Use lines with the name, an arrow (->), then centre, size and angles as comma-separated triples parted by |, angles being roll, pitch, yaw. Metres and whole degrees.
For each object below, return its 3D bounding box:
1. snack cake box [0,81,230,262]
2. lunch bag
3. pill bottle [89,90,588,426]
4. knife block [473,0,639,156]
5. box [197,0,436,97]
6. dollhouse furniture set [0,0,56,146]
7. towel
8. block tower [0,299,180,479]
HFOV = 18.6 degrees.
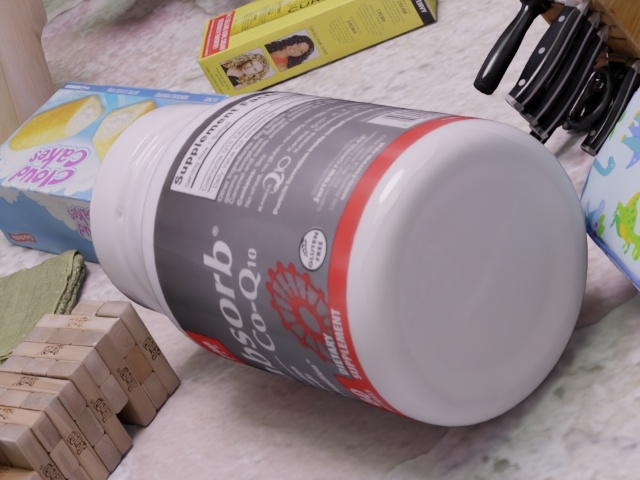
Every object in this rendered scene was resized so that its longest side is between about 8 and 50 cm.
snack cake box -> -0.190, -0.061, 1.807 | 0.264, 0.089, 0.152 | 9, 48, 49
lunch bag -> 0.277, -0.058, 1.305 | 0.219, 0.090, 0.176 | -60, 28, 14
pill bottle -> 0.000, 0.000, 1.427 | 0.210, 0.210, 0.363 | -46, 33, -23
knife block -> 0.218, -0.211, 1.525 | 0.242, 0.276, 0.088 | -15, 18, -36
box -> -0.002, -0.213, 1.891 | 0.232, 0.058, 0.087 | -20, 33, 20
dollhouse furniture set -> -0.250, -0.269, 2.110 | 0.362, 0.256, 0.394 | 1, 22, 42
towel -> -0.265, 0.071, 1.740 | 0.110, 0.027, 0.148 | -20, 33, 20
block tower -> -0.245, 0.192, 1.481 | 0.091, 0.097, 0.335 | 1, 41, 42
